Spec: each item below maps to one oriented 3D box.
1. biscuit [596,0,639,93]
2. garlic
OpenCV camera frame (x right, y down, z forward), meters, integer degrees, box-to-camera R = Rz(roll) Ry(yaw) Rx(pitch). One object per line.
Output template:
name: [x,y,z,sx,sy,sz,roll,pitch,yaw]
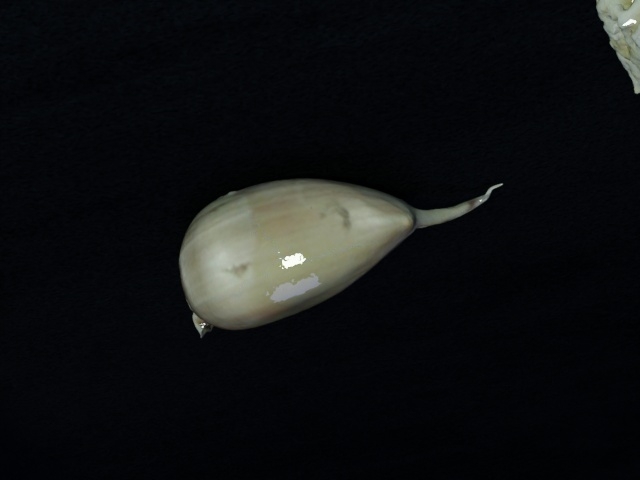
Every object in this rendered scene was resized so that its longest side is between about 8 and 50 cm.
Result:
biscuit: [0.265,-0.181,1.006,0.239,0.062,0.108,-44,145,-1]
garlic: [0.004,0.000,1.357,0.267,0.148,0.128,-12,116,16]
